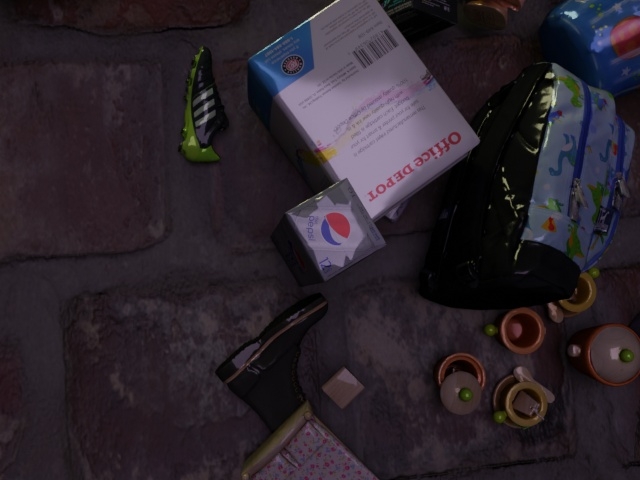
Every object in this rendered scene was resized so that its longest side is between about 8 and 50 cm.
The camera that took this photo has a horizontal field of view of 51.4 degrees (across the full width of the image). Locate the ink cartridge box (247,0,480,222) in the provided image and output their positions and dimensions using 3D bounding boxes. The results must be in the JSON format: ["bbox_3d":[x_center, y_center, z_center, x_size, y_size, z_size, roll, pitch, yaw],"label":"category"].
[{"bbox_3d":[0.051,-0.172,0.964,0.198,0.197,0.270,-35,89,-8],"label":"ink cartridge box"}]

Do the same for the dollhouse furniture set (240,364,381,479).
[{"bbox_3d":[0.019,0.412,0.902,0.303,0.174,0.355,44,91,-2],"label":"dollhouse furniture set"}]

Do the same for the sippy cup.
[{"bbox_3d":[0.481,-0.332,1.043,0.224,0.305,0.240,-28,114,-1],"label":"sippy cup"}]

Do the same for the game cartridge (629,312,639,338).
[{"bbox_3d":[0.661,0.240,0.996,0.068,0.230,0.355,-44,90,-9],"label":"game cartridge"}]

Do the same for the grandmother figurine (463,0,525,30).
[{"bbox_3d":[0.340,-0.501,1.059,0.104,0.208,0.342,27,79,23],"label":"grandmother figurine"}]

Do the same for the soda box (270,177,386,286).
[{"bbox_3d":[0.000,0.000,0.913,0.091,0.286,0.098,-31,89,-10],"label":"soda box"}]

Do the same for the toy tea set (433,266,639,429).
[{"bbox_3d":[0.340,0.181,1.016,0.336,0.124,0.200,-33,89,-9],"label":"toy tea set"}]

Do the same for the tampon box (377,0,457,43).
[{"bbox_3d":[0.135,-0.409,1.041,0.101,0.120,0.161,4,83,-38],"label":"tampon box"}]

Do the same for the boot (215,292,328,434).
[{"bbox_3d":[-0.040,0.186,1.005,0.198,0.077,0.137,-38,94,4],"label":"boot"}]

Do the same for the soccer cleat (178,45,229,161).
[{"bbox_3d":[-0.177,-0.209,1.034,0.072,0.060,0.179,6,90,-16],"label":"soccer cleat"}]

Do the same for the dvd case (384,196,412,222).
[{"bbox_3d":[0.075,-0.157,1.074,0.221,0.018,0.164,35,81,-2],"label":"dvd case"}]

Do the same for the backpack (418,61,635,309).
[{"bbox_3d":[0.307,-0.080,0.982,0.273,0.290,0.356,9,76,-14],"label":"backpack"}]
